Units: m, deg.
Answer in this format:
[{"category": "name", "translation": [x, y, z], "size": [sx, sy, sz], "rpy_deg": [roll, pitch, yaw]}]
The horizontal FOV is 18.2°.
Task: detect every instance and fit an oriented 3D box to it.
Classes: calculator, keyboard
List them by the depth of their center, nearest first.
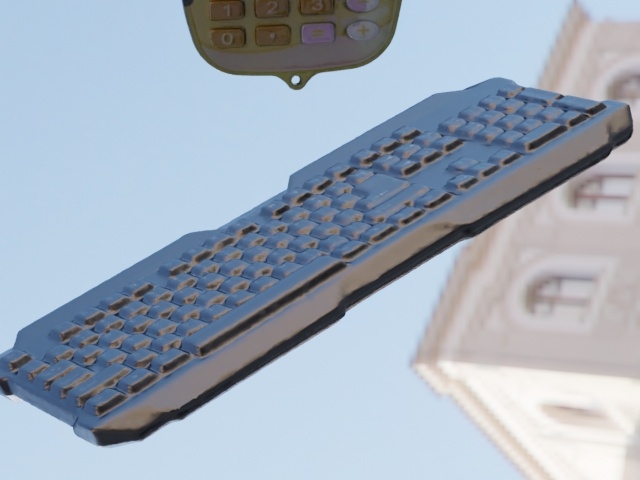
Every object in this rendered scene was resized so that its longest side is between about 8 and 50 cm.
[{"category": "keyboard", "translation": [0.000, -0.001, 0.750], "size": [0.262, 0.106, 0.016], "rpy_deg": [-30, -63, -29]}, {"category": "calculator", "translation": [-0.020, -0.214, 1.297], "size": [0.157, 0.033, 0.236], "rpy_deg": [-4, -74, -10]}]
